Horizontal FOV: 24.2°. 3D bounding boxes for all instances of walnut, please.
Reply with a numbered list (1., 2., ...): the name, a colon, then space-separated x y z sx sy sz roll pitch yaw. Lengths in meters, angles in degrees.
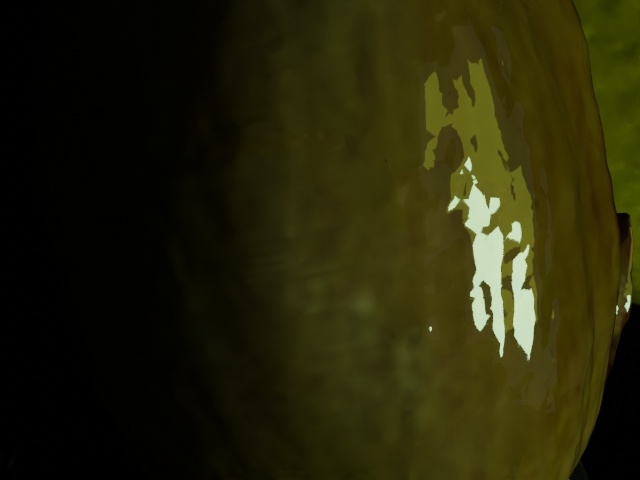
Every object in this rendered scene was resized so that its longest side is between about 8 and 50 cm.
1. walnut: 0.000 0.000 0.507 0.203 0.203 0.298 -53 139 -64

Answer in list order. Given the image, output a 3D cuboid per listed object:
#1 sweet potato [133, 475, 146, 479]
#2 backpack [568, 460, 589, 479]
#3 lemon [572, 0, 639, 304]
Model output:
1. sweet potato: -0.006 0.144 0.694 0.422 0.130 0.131 24 71 -67
2. backpack: 0.122 0.201 1.111 0.106 0.165 0.120 -80 172 -60
3. lemon: 0.200 -0.123 0.897 0.364 0.364 0.364 5 90 -75
